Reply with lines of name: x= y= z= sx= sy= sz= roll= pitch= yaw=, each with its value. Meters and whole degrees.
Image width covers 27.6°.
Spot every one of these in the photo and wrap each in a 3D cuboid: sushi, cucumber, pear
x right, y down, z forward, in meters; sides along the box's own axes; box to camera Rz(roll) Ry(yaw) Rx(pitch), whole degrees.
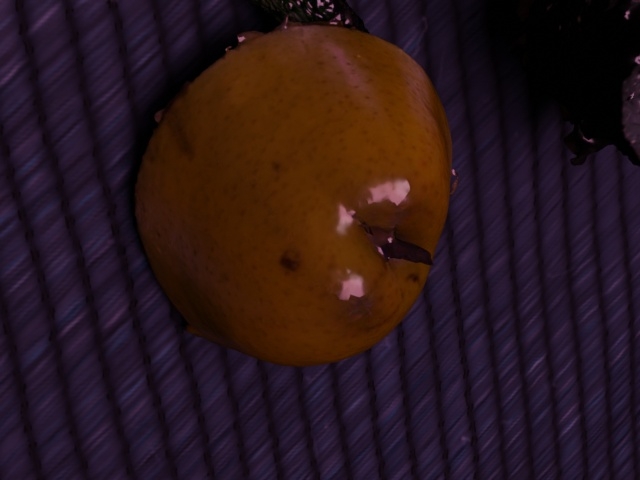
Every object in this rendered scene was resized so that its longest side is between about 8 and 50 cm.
sushi: x=0.249 y=-0.184 z=0.991 sx=0.238 sy=0.219 sz=0.225 roll=-36 pitch=136 yaw=10
cucumber: x=0.013 y=-0.143 z=0.952 sx=0.058 sy=0.058 sz=0.187 roll=-49 pitch=123 yaw=-9
pear: x=0.000 y=-0.002 z=0.892 sx=0.267 sy=0.178 sz=0.267 roll=-7 pitch=118 yaw=-13
